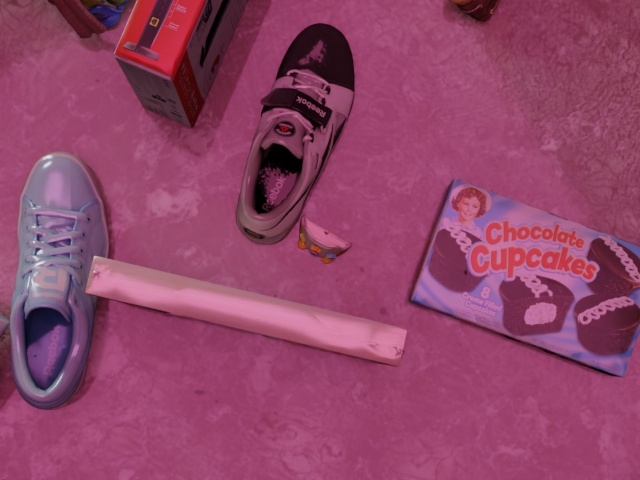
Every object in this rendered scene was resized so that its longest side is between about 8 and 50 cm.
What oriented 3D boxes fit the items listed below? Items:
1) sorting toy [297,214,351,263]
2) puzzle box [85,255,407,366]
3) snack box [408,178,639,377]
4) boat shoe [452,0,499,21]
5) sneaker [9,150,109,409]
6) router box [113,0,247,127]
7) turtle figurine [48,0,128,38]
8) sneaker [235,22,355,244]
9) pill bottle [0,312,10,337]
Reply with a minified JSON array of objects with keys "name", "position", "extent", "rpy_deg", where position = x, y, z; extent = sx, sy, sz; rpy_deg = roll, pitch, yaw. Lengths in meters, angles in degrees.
[{"name":"sorting toy","position":[0.000,0.000,1.891],"extent":[0.083,0.075,0.045],"rpy_deg":[31,85,1]},{"name":"puzzle box","position":[-0.094,0.098,1.783],"extent":[0.409,0.272,0.052],"rpy_deg":[13,85,0]},{"name":"snack box","position":[0.307,0.054,1.903],"extent":[0.322,0.060,0.187],"rpy_deg":[20,85,0]},{"name":"boat shoe","position":[0.256,-0.421,1.943],"extent":[0.073,0.073,0.207],"rpy_deg":[28,88,-37]},{"name":"sneaker","position":[-0.358,0.054,1.834],"extent":[0.135,0.150,0.366],"rpy_deg":[0,87,-10]},{"name":"router box","position":[-0.162,-0.330,1.784],"extent":[0.082,0.335,0.301],"rpy_deg":[23,85,1]},{"name":"turtle figurine","position":[-0.374,-0.433,1.844],"extent":[0.198,0.266,0.275],"rpy_deg":[43,124,38]},{"name":"sneaker","position":[-0.030,-0.158,1.872],"extent":[0.122,0.146,0.330],"rpy_deg":[17,84,1]},{"name":"pill bottle","position":[-0.563,0.214,1.804],"extent":[0.181,0.181,0.323],"rpy_deg":[32,85,1]}]
